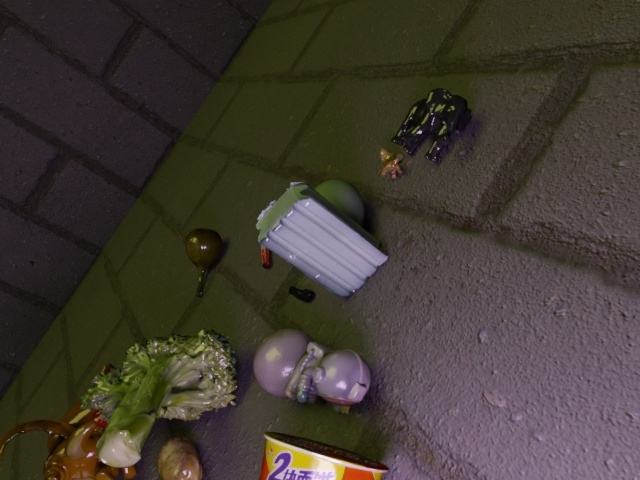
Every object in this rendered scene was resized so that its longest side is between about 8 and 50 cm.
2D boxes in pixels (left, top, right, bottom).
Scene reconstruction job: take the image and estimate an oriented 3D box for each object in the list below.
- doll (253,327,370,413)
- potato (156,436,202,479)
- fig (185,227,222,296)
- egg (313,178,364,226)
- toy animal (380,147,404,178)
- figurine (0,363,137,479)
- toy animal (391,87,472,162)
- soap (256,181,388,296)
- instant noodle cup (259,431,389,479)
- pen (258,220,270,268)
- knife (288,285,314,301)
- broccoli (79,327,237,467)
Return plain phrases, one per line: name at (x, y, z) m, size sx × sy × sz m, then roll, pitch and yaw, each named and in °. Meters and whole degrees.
doll at (-0.013, 0.253, 1.082) m, size 0.287 × 0.151 × 0.150 m, roll -1°, pitch 59°, yaw 50°
potato at (-0.333, 0.531, 1.307) m, size 0.107 × 0.080 × 0.170 m, roll -62°, pitch 26°, yaw -10°
fig at (-0.393, 0.075, 1.855) m, size 0.124 × 0.124 × 0.236 m, roll -15°, pitch 72°, yaw 48°
egg at (0.030, -0.061, 1.317) m, size 0.149 × 0.149 × 0.192 m, roll -19°, pitch 41°, yaw 46°
toy animal at (0.174, -0.196, 1.345) m, size 0.081 × 0.061 × 0.083 m, roll 98°, pitch -177°, yaw -56°
figurine at (-0.619, 0.543, 1.548) m, size 0.401 × 0.268 × 0.387 m, roll -22°, pitch 12°, yaw -8°
toy animal at (0.247, -0.264, 1.248) m, size 0.146 × 0.115 × 0.245 m, roll -53°, pitch 30°, yaw 4°
soap at (0.000, 0.000, 1.191) m, size 0.150 × 0.261 × 0.094 m, roll -46°, pitch 27°, yaw 13°
instant noodle cup at (-0.013, 0.415, 0.871) m, size 0.213 × 0.213 × 0.174 m, roll -5°, pitch 65°, yaw 53°
pen at (-0.169, 0.002, 1.656) m, size 0.028 × 0.028 × 0.239 m, roll -43°, pitch 32°, yaw 20°
knife at (-0.052, 0.129, 1.374) m, size 0.121 × 0.018 × 0.031 m, roll 14°, pitch 79°, yaw 59°
broccoli at (-0.346, 0.347, 1.279) m, size 0.353 × 0.275 × 0.397 m, roll -44°, pitch 9°, yaw -18°
